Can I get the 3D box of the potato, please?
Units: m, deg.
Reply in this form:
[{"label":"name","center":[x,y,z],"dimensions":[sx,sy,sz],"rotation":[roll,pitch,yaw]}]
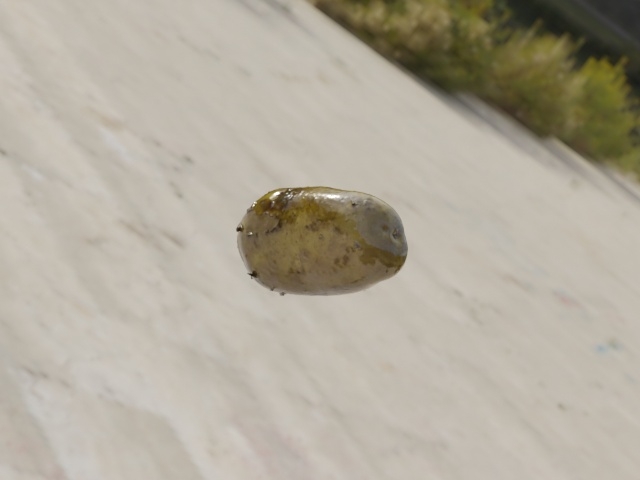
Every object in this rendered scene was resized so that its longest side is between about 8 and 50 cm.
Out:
[{"label":"potato","center":[0.000,0.000,0.726],"dimensions":[0.083,0.051,0.040],"rotation":[0,28,25]}]
